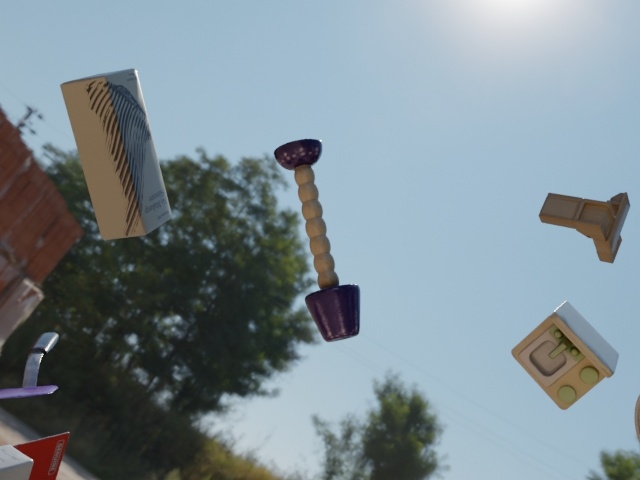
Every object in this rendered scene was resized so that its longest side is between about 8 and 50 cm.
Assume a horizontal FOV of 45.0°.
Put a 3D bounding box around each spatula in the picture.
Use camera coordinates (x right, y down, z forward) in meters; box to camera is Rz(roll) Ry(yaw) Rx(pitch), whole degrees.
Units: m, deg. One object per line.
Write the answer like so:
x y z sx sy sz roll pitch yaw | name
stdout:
-0.395 0.172 1.070 0.084 0.030 0.296 -3 12 -10 | spatula

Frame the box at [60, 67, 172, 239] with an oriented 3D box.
-0.348 -0.149 1.332 0.094 0.113 0.275 -6 -72 18 | box

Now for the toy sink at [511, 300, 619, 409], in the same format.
0.472 0.224 1.501 0.153 0.131 0.234 48 18 14 | toy sink

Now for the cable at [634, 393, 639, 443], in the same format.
0.683 0.333 1.342 0.257 0.089 0.257 51 -45 33 | cable

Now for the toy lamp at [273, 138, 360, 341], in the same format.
0.000 0.000 1.054 0.080 0.275 0.080 -12 -10 -2 | toy lamp

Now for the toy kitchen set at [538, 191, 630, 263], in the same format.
0.311 -0.029 0.900 0.075 0.068 0.083 14 -23 37 | toy kitchen set

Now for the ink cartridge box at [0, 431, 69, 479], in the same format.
-0.463 0.424 1.093 0.060 0.275 0.239 21 7 28 | ink cartridge box
